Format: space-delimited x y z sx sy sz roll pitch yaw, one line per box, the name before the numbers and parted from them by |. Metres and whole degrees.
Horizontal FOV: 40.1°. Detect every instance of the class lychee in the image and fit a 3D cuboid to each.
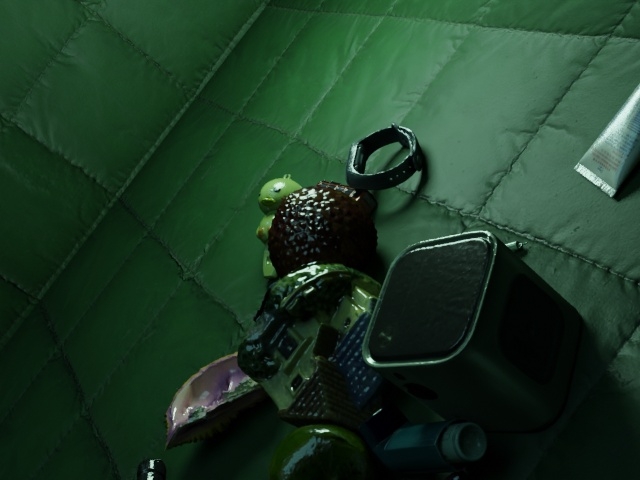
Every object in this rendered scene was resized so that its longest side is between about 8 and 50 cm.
lychee | 0.000 0.000 2.010 0.260 0.260 0.260 -34 34 27

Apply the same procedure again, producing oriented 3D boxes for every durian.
durian | -0.215 0.360 2.047 0.341 0.112 0.191 -34 24 12

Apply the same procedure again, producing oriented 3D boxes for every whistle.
whistle | -0.119 -0.050 2.327 0.141 0.141 0.294 -18 45 44

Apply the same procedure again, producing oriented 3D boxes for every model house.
model house | 0.022 0.228 1.712 0.321 0.261 0.266 -55 32 5

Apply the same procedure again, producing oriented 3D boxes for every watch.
watch | 0.159 -0.204 2.146 0.193 0.068 0.206 -11 39 24

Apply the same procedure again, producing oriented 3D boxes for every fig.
fig | 0.009 0.436 1.628 0.203 0.203 0.235 -54 -9 -4

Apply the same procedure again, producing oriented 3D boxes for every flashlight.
flashlight | -0.404 0.614 2.044 0.093 0.093 0.232 -36 31 26

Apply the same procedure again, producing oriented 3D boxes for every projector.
projector | 0.256 0.158 1.476 0.249 0.249 0.248 -13 47 49

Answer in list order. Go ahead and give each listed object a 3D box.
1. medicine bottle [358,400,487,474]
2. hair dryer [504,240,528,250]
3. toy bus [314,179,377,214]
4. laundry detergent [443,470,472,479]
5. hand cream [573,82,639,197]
medicine bottle | 0.172 0.335 1.484 0.079 0.124 0.258 -28 1 -31
hair dryer | 0.349 0.015 1.720 0.124 0.038 0.063 -19 43 35
toy bus | 0.045 -0.096 2.222 0.096 0.073 0.235 -48 29 -13
laundry detergent | 0.173 0.471 1.423 0.221 0.078 0.144 -48 32 2
hand cream | 0.579 -0.202 1.614 0.248 0.083 0.133 -55 27 17
